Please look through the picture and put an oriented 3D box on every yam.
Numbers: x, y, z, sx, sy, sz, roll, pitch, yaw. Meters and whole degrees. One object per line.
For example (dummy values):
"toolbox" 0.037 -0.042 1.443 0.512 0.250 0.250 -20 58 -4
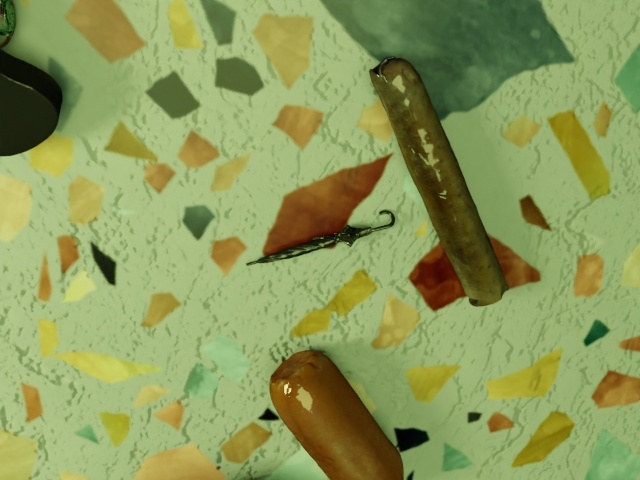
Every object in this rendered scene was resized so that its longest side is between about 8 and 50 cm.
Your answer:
"yam" 0.113 -0.050 0.704 0.046 0.046 0.264 -28 114 0

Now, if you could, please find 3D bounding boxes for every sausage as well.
"sausage" 0.020 0.194 0.763 0.076 0.076 0.198 -33 114 2

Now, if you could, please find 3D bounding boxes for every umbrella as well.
"umbrella" 0.002 0.004 0.717 0.148 0.022 0.022 -21 71 -3

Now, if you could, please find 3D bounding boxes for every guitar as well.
"guitar" -0.299 -0.164 0.538 0.083 0.038 0.271 -27 131 16

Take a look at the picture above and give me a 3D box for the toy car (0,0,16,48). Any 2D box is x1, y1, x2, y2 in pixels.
"toy car" -0.268 -0.209 0.563 0.069 0.055 0.142 0 132 -8
